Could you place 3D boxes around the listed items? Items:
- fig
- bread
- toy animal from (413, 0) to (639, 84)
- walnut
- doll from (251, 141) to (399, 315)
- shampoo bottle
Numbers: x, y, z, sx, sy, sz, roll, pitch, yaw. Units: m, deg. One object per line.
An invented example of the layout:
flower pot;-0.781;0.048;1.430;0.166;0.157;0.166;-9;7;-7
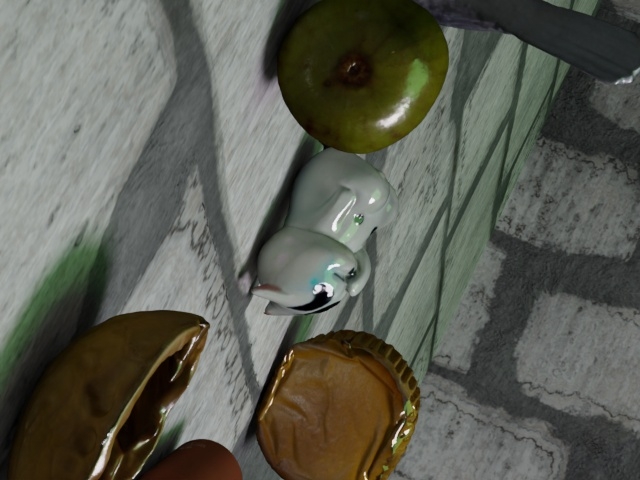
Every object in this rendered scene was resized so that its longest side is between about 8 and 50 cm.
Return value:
fig;0.034;-0.143;1.436;0.142;0.148;0.186;-57;168;-7
bread;0.025;0.205;1.982;0.104;0.199;0.199;-31;143;-75
toy animal;0.103;-0.234;1.436;0.206;0.367;0.081;31;89;-35
walnut;-0.164;0.127;1.164;0.211;0.087;0.167;-61;174;-20
doll;0.005;-0.005;1.654;0.181;0.107;0.110;-65;158;-11
shampoo bottle;-0.145;0.253;1.531;0.244;0.085;0.085;-33;145;-71
